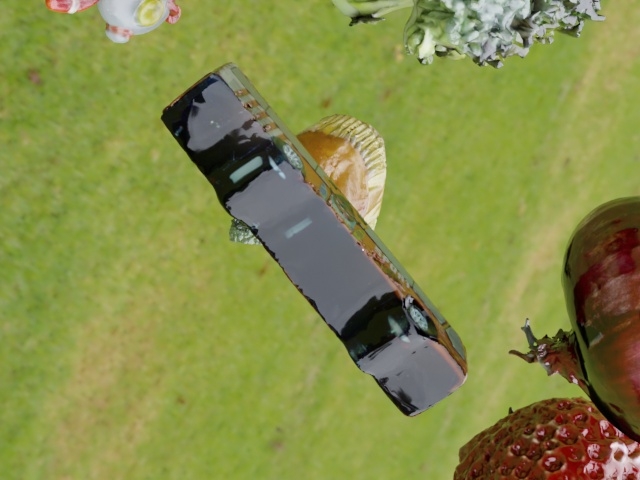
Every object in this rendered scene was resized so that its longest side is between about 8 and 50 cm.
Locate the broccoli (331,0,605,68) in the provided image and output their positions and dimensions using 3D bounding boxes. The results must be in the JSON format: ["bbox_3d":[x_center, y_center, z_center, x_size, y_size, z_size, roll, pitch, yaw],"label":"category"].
[{"bbox_3d":[0.128,-0.314,1.362,0.324,0.334,0.272,-33,-176,-13],"label":"broccoli"}]

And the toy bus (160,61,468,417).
[{"bbox_3d":[0.000,0.000,1.499,0.093,0.409,0.092,-36,-171,20],"label":"toy bus"}]

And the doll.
[{"bbox_3d":[-0.212,-0.276,1.495,0.245,0.076,0.142,32,84,-54],"label":"doll"}]

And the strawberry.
[{"bbox_3d":[0.285,0.352,1.787,0.310,0.291,0.292,-78,175,-51],"label":"strawberry"}]

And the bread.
[{"bbox_3d":[0.012,-0.066,1.972,0.114,0.132,0.191,-38,138,-60],"label":"bread"}]

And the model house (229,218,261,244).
[{"bbox_3d":[-0.071,-0.037,1.854,0.066,0.078,0.083,-14,109,-68],"label":"model house"}]

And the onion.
[{"bbox_3d":[0.313,0.097,1.466,0.285,0.273,0.273,-21,162,19],"label":"onion"}]
